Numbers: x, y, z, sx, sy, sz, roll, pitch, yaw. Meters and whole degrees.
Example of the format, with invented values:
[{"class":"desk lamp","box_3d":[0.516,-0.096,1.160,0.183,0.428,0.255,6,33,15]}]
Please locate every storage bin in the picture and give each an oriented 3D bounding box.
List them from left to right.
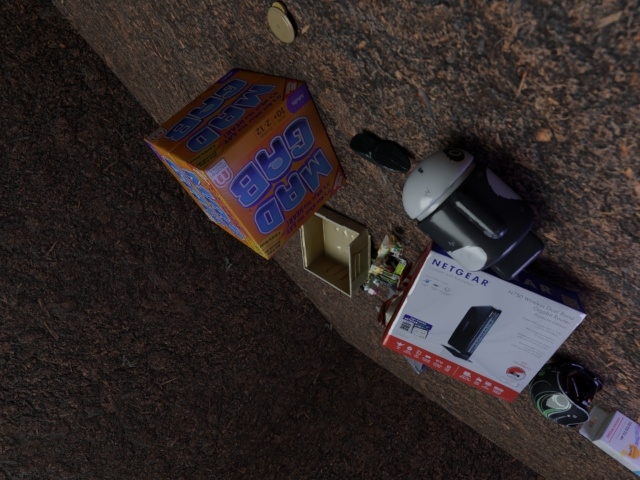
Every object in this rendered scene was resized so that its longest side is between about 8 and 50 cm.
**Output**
[{"class":"storage bin","box_3d":[0.057,0.035,1.558,0.262,0.123,0.260,29,137,38]}]

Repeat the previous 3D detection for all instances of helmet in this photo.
[{"class":"helmet","box_3d":[0.667,0.423,1.115,0.169,0.169,0.161,39,148,16]}]

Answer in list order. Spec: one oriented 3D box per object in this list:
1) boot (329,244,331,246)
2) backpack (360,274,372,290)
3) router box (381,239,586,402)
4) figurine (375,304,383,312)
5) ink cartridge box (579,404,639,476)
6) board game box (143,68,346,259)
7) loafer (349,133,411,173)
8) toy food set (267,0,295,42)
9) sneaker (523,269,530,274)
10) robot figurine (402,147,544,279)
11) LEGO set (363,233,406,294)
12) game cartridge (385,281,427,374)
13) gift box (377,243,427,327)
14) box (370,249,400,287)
[{"class":"boot","box_3d":[0.084,0.077,1.778,0.123,0.095,0.258,47,165,13]},{"class":"backpack","box_3d":[0.171,0.154,1.784,0.114,0.084,0.105,33,164,11]},{"class":"router box","box_3d":[0.352,0.186,0.937,0.336,0.082,0.301,23,122,8]},{"class":"figurine","box_3d":[0.370,0.396,1.936,0.215,0.092,0.209,49,168,-16]},{"class":"ink cartridge box","box_3d":[0.841,0.553,1.119,0.181,0.104,0.061,35,162,28]},{"class":"board game box","box_3d":[-0.211,-0.237,1.205,0.356,0.356,0.356,29,158,41]},{"class":"loafer","box_3d":[0.150,-0.205,0.974,0.170,0.062,0.061,38,-174,30]},{"class":"toy food set","box_3d":[-0.087,-0.479,0.895,0.083,0.020,0.083,50,164,-22]},{"class":"sneaker","box_3d":[0.396,0.053,0.993,0.232,0.090,0.115,5,133,52]},{"class":"robot figurine","box_3d":[0.293,-0.054,0.788,0.278,0.173,0.209,43,154,2]},{"class":"LEGO set","box_3d":[0.240,0.067,1.363,0.107,0.132,0.287,24,138,7]},{"class":"game cartridge","box_3d":[0.329,0.326,1.493,0.230,0.068,0.355,57,164,36]},{"class":"gift box","box_3d":[0.334,0.189,1.198,0.258,0.255,0.276,27,155,23]},{"class":"box","box_3d":[0.251,0.117,1.572,0.191,0.045,0.184,21,151,56]}]
